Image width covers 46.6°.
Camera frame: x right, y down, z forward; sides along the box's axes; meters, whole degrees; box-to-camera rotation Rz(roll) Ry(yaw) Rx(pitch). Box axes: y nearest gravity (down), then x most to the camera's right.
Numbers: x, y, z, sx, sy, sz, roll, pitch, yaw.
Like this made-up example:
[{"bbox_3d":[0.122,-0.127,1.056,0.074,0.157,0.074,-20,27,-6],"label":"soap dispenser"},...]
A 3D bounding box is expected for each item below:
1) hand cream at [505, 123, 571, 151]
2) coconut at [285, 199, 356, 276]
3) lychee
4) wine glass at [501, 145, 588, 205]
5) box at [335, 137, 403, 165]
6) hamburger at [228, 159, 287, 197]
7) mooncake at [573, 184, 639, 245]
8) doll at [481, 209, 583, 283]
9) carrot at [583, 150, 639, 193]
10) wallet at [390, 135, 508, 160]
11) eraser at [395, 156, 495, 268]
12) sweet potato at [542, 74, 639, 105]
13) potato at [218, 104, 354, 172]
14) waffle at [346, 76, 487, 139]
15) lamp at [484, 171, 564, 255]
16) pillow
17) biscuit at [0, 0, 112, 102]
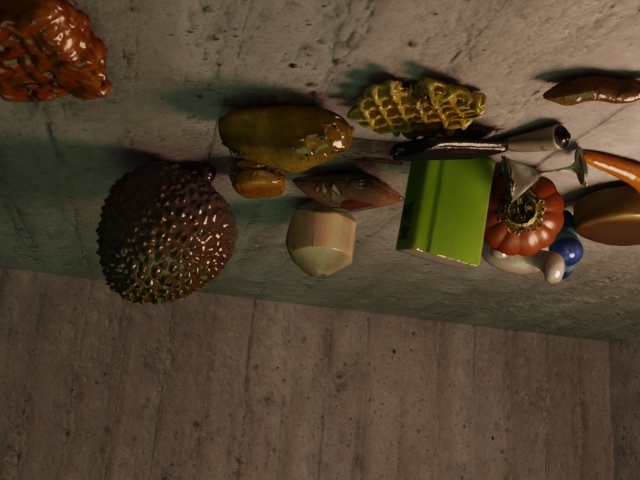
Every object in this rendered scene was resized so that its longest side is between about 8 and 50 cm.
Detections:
[{"bbox_3d":[0.478,-0.221,1.663,0.087,0.054,0.186,11,171,-33],"label":"hand cream"},{"bbox_3d":[0.002,-0.001,2.231,0.241,0.241,0.241,4,164,1],"label":"coconut"},{"bbox_3d":[-0.408,-0.019,2.004,0.380,0.432,0.380,31,180,0],"label":"lychee"},{"bbox_3d":[0.520,-0.155,1.729,0.182,0.122,0.122,-8,162,6],"label":"wine glass"},{"bbox_3d":[0.095,-0.217,1.788,0.217,0.040,0.055,6,163,-4],"label":"box"},{"bbox_3d":[-0.165,-0.163,1.971,0.147,0.083,0.138,-2,159,11],"label":"hamburger"},{"bbox_3d":[0.791,-0.068,1.974,0.234,0.117,0.235,7,163,2],"label":"mooncake"},{"bbox_3d":[0.597,0.005,2.071,0.365,0.376,0.187,-5,130,-38],"label":"doll"},{"bbox_3d":[0.732,-0.166,1.778,0.271,0.066,0.062,19,115,-33],"label":"carrot"},{"bbox_3d":[0.288,-0.204,1.650,0.250,0.044,0.149,-3,179,-30],"label":"wallet"},{"bbox_3d":[0.302,-0.086,1.787,0.210,0.274,0.092,14,169,-25],"label":"eraser"},{"bbox_3d":[0.537,-0.287,1.413,0.218,0.051,0.065,0,160,12],"label":"sweet potato"},{"bbox_3d":[-0.074,-0.226,1.627,0.300,0.140,0.173,4,160,16],"label":"potato"},{"bbox_3d":[0.197,-0.273,1.543,0.261,0.056,0.250,8,165,-29],"label":"waffle"},{"bbox_3d":[0.499,-0.070,1.867,0.223,0.223,0.196,1,178,11],"label":"lamp"},{"bbox_3d":[0.076,-0.131,2.010,0.236,0.084,0.223,-1,164,31],"label":"pillow"},{"bbox_3d":[-0.561,-0.358,1.363,0.311,0.111,0.318,-1,163,9],"label":"biscuit"}]
